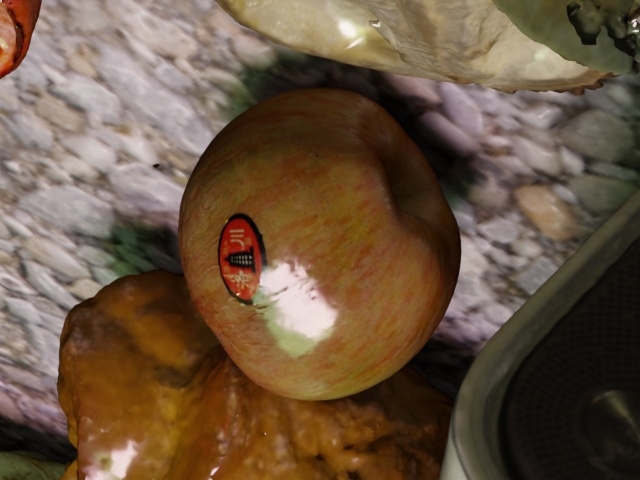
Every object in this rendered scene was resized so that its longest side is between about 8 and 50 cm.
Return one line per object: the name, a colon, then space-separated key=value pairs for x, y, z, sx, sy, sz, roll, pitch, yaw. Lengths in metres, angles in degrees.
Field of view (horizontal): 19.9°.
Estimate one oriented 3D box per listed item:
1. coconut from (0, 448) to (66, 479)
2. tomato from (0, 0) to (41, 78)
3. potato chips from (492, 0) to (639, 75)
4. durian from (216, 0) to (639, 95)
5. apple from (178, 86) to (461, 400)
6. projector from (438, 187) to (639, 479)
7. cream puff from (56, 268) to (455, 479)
coconut: x=-0.203 y=0.267 z=1.126 sx=0.328 sy=0.281 sz=0.328 roll=36 pitch=-172 yaw=-6
tomato: x=-0.180 y=-0.127 z=0.713 sx=0.155 sy=0.069 sz=0.155 roll=14 pitch=150 yaw=8
potato chips: x=0.072 y=-0.147 z=0.507 sx=0.026 sy=0.142 sz=0.209 roll=22 pitch=116 yaw=50
durian: x=0.035 y=-0.114 z=0.587 sx=0.148 sy=0.091 sz=0.188 roll=11 pitch=168 yaw=13
apple: x=0.002 y=0.001 z=0.752 sx=0.102 sy=0.126 sz=0.126 roll=-28 pitch=127 yaw=20
projector: x=0.179 y=0.140 z=0.663 sx=0.248 sy=0.248 sz=0.249 roll=32 pitch=141 yaw=22
cream puff: x=-0.025 y=0.114 z=0.910 sx=0.269 sy=0.155 sz=0.241 roll=33 pitch=151 yaw=-29
